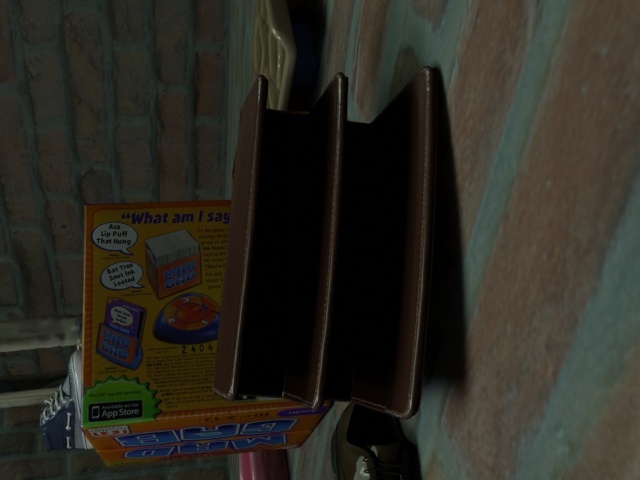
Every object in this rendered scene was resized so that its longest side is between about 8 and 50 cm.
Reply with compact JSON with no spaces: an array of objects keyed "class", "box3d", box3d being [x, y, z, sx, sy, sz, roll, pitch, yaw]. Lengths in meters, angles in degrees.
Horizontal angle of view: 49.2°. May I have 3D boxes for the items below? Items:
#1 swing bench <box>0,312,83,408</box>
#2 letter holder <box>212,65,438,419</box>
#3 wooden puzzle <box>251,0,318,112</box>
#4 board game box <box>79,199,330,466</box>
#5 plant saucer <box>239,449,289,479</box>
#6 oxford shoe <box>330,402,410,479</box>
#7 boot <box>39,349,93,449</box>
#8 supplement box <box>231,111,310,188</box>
[{"class":"swing bench","box3d":[-0.519,0.236,1.242,0.165,0.253,0.255,-111,21,-59]},{"class":"letter holder","box3d":[0.000,0.000,0.643,0.214,0.152,0.302,151,124,-74]},{"class":"wooden puzzle","box3d":[-0.064,-0.314,1.177,0.348,0.080,0.322,98,166,-56]},{"class":"board game box","box3d":[-0.206,0.168,1.215,0.356,0.356,0.356,110,156,-62]},{"class":"plant saucer","box3d":[-0.125,0.558,1.554,0.332,0.084,0.332,177,90,-78]},{"class":"oxford shoe","box3d":[0.054,0.247,0.682,0.227,0.082,0.096,-105,20,-47]},{"class":"boot","box3d":[-0.409,0.262,1.121,0.069,0.086,0.190,-115,25,-63]},{"class":"supplement box","box3d":[-0.053,-0.054,1.013,0.194,0.129,0.191,115,150,-65]}]
